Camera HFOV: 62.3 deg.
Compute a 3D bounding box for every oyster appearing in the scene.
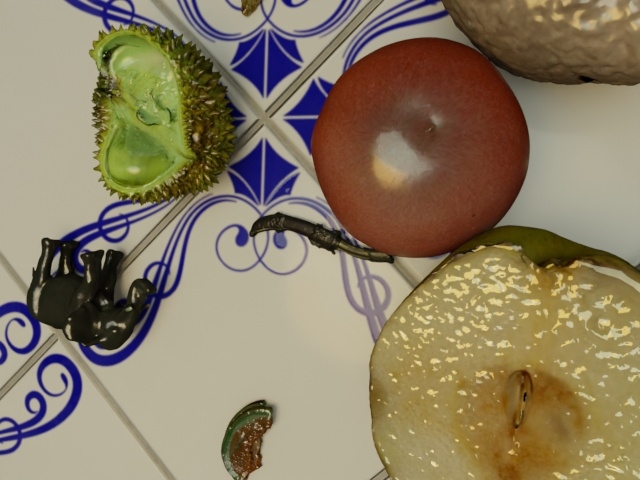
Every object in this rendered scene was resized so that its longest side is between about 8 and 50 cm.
[{"bbox_3d":[-0.097,-0.378,0.769,0.051,0.034,0.093,-4,95,22],"label":"oyster"}]

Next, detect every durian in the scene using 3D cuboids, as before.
[{"bbox_3d":[-0.220,-0.169,0.732,0.200,0.176,0.236,-10,94,5],"label":"durian"}]

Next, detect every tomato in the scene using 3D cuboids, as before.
[{"bbox_3d":[0.114,-0.106,0.630,0.256,0.224,0.255,0,89,5],"label":"tomato"}]

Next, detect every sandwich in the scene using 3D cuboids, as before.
[{"bbox_3d":[-0.113,0.301,0.792,0.067,0.029,0.135,18,96,14],"label":"sandwich"}]

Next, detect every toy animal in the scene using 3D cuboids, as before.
[{"bbox_3d":[-0.352,0.082,0.817,0.245,0.114,0.146,9,87,35],"label":"toy animal"},{"bbox_3d":[0.242,-0.288,0.587,0.358,0.226,0.188,45,113,10],"label":"toy animal"}]

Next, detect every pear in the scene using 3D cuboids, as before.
[{"bbox_3d":[0.238,0.174,0.609,0.340,0.191,0.386,14,107,22],"label":"pear"}]

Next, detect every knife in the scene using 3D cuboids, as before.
[{"bbox_3d":[0.001,-0.006,0.758,0.222,0.021,0.045,12,94,18],"label":"knife"}]
